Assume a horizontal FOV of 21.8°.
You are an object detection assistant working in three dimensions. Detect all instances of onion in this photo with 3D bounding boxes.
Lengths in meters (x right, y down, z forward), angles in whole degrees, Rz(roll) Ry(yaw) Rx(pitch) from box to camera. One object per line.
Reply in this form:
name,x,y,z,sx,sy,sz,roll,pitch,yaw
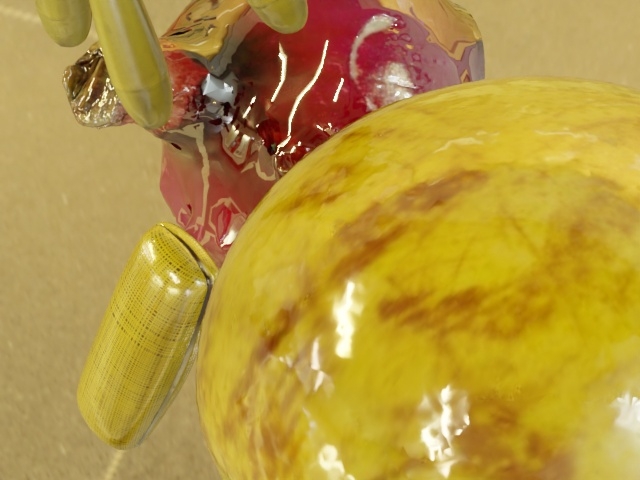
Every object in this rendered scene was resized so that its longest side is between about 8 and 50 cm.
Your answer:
onion,-0.070,-0.150,1.709,0.420,0.398,0.398,17,52,-30

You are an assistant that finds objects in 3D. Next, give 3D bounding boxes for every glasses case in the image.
glasses case,-0.138,0.082,1.304,0.064,0.234,0.079,-26,64,-40

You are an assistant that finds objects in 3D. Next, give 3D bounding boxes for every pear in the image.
pear,0.084,0.058,0.700,0.281,0.280,0.280,-2,58,3

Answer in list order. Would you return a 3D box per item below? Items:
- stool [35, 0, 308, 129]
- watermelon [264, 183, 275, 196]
stool,-0.081,-0.134,0.769,0.135,0.110,0.134,-1,54,16
watermelon,0.000,0.000,1.212,0.078,0.110,0.078,-27,33,19
